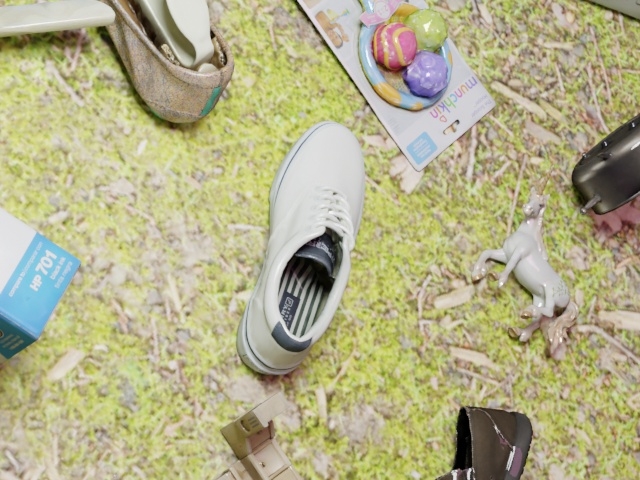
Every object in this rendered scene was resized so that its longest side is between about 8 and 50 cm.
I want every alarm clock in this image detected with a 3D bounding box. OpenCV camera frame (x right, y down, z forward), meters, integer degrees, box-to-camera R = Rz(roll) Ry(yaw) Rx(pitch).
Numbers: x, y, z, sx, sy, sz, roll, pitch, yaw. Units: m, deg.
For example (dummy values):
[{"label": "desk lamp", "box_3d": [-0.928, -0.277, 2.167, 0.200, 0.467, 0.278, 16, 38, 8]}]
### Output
[{"label": "alarm clock", "box_3d": [0.326, -0.093, 1.695, 0.064, 0.129, 0.192, 53, 28, -1]}]

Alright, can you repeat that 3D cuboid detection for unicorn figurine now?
[{"label": "unicorn figurine", "box_3d": [0.207, 0.024, 1.625, 0.111, 0.060, 0.162, -36, 110, -34]}]

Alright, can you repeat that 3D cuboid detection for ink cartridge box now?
[{"label": "ink cartridge box", "box_3d": [-0.303, 0.012, 1.272, 0.191, 0.139, 0.082, 36, 60, -15]}]

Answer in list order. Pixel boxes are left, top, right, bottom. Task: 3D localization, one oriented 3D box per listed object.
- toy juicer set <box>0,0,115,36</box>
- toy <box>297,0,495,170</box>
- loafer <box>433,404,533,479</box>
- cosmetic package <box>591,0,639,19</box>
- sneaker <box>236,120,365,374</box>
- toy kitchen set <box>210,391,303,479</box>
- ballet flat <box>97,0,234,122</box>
[{"label": "toy juicer set", "box_3d": [-0.336, -0.288, 1.369, 0.209, 0.089, 0.329, -32, 88, -25]}, {"label": "toy", "box_3d": [0.080, -0.205, 1.622, 0.137, 0.056, 0.237, -40, 96, -32]}, {"label": "loafer", "box_3d": [0.128, 0.247, 1.492, 0.078, 0.080, 0.220, 25, 57, -10]}, {"label": "cosmetic package", "box_3d": [0.290, -0.478, 1.674, 0.394, 0.329, 0.327, 15, 67, -25]}, {"label": "sneaker", "box_3d": [0.000, 0.000, 1.483, 0.094, 0.091, 0.258, 24, 63, -22]}, {"label": "toy kitchen set", "box_3d": [-0.051, 0.189, 1.399, 0.068, 0.075, 0.083, -33, 87, -33]}, {"label": "ballet flat", "box_3d": [-0.170, -0.257, 1.462, 0.107, 0.106, 0.316, -35, 92, -33]}]
